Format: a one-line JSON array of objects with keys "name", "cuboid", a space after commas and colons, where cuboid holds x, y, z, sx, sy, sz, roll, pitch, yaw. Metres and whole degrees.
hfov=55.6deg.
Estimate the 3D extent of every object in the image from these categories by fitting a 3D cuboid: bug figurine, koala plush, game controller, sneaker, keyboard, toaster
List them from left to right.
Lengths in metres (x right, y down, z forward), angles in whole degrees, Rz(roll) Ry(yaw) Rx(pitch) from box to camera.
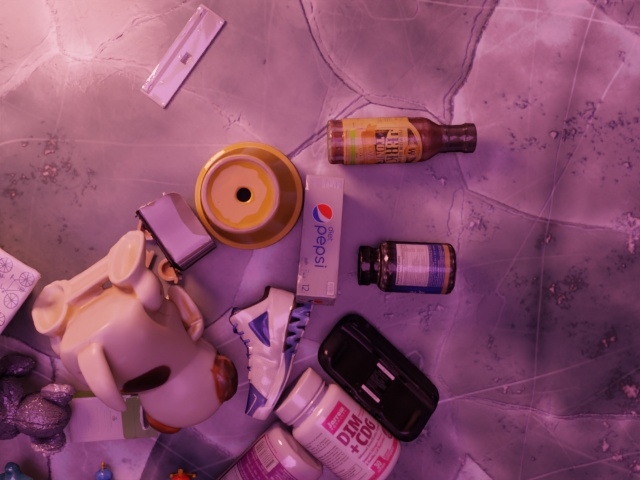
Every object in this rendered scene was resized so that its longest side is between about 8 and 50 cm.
[{"name": "koala plush", "cuboid": [-0.677, 0.391, 1.389, 0.221, 0.203, 0.196, 15, 94, 1]}, {"name": "bug figurine", "cuboid": [-0.436, 0.651, 1.474, 0.279, 0.072, 0.216, 4, 91, 1]}, {"name": "toaster", "cuboid": [-0.322, -0.015, 1.379, 0.110, 0.168, 0.186, -35, 92, -7]}, {"name": "keyboard", "cuboid": [-0.329, -0.440, 1.449, 0.072, 0.014, 0.256, 36, 92, -7]}, {"name": "sneaker", "cuboid": [-0.143, 0.244, 1.441, 0.182, 0.127, 0.316, 20, 86, 2]}, {"name": "game controller", "cuboid": [0.141, 0.325, 1.444, 0.319, 0.067, 0.166, 43, 66, -2]}]

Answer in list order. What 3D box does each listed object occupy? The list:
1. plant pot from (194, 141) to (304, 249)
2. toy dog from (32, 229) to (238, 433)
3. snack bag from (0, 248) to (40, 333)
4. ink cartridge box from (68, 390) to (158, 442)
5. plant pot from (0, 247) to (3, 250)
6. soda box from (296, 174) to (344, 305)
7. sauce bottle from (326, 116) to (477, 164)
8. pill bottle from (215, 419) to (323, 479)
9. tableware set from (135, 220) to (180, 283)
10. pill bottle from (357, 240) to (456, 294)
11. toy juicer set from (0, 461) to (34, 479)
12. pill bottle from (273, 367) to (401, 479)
[{"name": "plant pot", "cuboid": [-0.163, -0.099, 1.355, 0.254, 0.239, 0.254, 0, 94, -1]}, {"name": "toy dog", "cuboid": [-0.353, 0.240, 1.314, 0.284, 0.395, 0.408, -39, 129, -4]}, {"name": "snack bag", "cuboid": [-0.803, 0.101, 1.254, 0.342, 0.037, 0.323, 36, 93, -3]}, {"name": "ink cartridge box", "cuboid": [-0.495, 0.420, 1.466, 0.209, 0.062, 0.109, -4, 92, -1]}, {"name": "plant pot", "cuboid": [-0.833, 0.081, 1.373, 0.227, 0.207, 0.228, -37, 92, 1]}, {"name": "soda box", "cuboid": [0.000, 0.000, 1.391, 0.091, 0.098, 0.286, 5, 73, -1]}, {"name": "sauce bottle", "cuboid": [0.187, -0.236, 1.415, 0.344, 0.111, 0.111, -3, 93, 0]}, {"name": "pill bottle", "cuboid": [-0.151, 0.585, 1.426, 0.169, 0.169, 0.301, 45, 92, -3]}, {"name": "tableware set", "cuboid": [-0.389, 0.023, 1.468, 0.168, 0.020, 0.141, 17, 93, -1]}, {"name": "pill bottle", "cuboid": [0.199, 0.062, 1.425, 0.219, 0.123, 0.123, 2, 93, 0]}, {"name": "toy juicer set", "cuboid": [-0.753, 0.621, 1.454, 0.209, 0.089, 0.329, -24, 108, 18]}, {"name": "pill bottle", "cuboid": [0.036, 0.442, 1.424, 0.283, 0.160, 0.160, 42, 92, -3]}]
